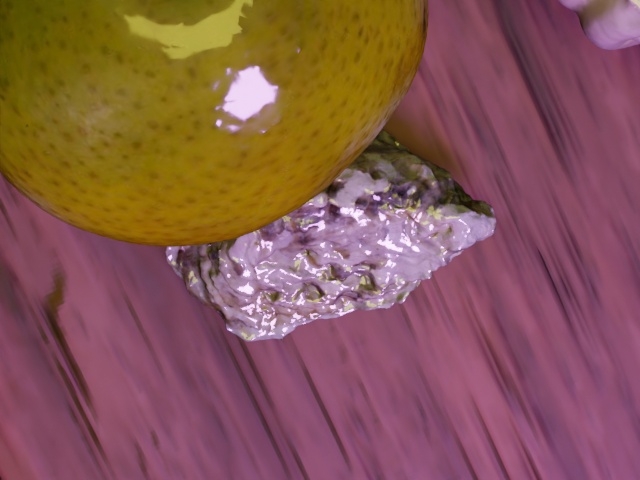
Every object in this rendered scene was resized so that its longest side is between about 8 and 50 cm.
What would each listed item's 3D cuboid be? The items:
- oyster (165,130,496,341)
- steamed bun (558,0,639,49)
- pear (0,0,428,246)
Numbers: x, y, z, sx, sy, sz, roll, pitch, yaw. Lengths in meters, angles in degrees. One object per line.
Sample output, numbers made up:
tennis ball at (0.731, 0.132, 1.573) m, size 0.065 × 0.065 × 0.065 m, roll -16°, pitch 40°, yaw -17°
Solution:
oyster at (0.001, 0.000, 0.639) m, size 0.098 × 0.037 × 0.100 m, roll 38°, pitch 95°, yaw -7°
steamed bun at (0.153, -0.143, 0.594) m, size 0.183 × 0.106 × 0.183 m, roll 0°, pitch 96°, yaw -1°
pear at (-0.044, -0.087, 0.535) m, size 0.166 × 0.216 × 0.180 m, roll -2°, pitch 93°, yaw -7°
